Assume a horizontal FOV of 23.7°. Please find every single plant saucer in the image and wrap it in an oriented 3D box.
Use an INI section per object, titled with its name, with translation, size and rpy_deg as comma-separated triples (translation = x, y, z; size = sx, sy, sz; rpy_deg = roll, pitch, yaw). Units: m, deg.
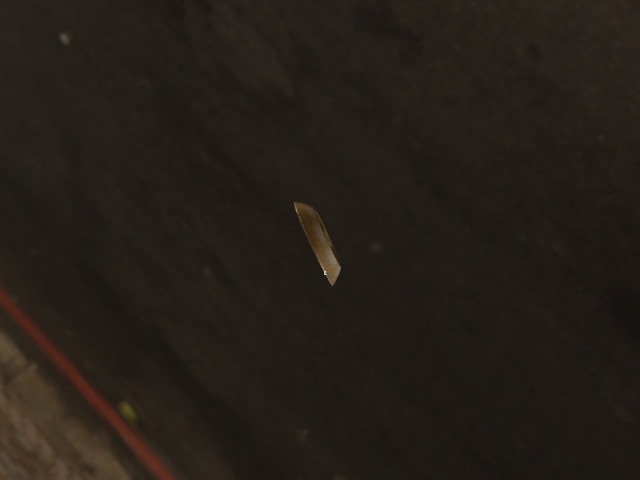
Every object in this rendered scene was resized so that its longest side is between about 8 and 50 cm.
[plant saucer]
translation = 0.000, 0.000, 1.375
size = 0.083, 0.015, 0.083
rpy_deg = -25, -90, -87
